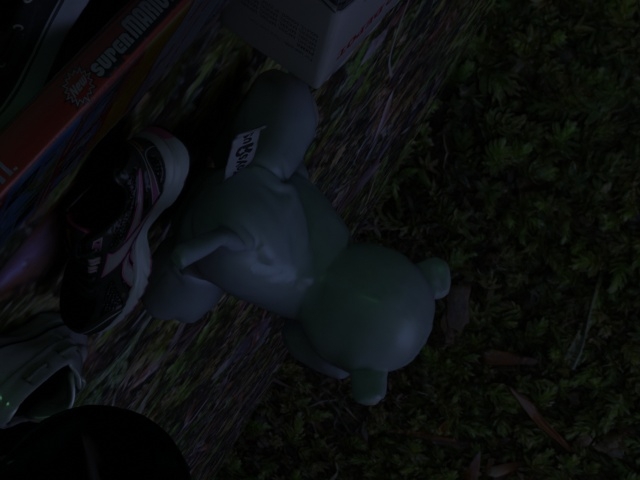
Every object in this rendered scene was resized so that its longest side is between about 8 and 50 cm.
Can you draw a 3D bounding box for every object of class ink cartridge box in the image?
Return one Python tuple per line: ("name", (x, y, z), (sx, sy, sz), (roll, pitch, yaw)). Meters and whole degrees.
("ink cartridge box", (0.024, -0.248, 0.749), (0.172, 0.100, 0.237), (-51, 170, -29))

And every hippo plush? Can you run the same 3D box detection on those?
("hippo plush", (0.000, 0.000, 0.943), (0.234, 0.237, 0.294), (-64, -170, -18))

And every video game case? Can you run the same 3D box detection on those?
("video game case", (-0.121, -0.089, 0.615), (0.285, 0.025, 0.204), (-52, -171, -23))

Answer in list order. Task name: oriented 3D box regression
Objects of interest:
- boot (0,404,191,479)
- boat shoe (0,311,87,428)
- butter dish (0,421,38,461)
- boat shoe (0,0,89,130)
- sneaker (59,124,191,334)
("boot", (-0.227, 0.273, 0.684), (0.445, 0.146, 0.367), (-60, -173, 20))
("boat shoe", (-0.226, 0.113, 0.846), (0.083, 0.076, 0.226), (-56, 172, 8))
("butter dish", (-0.240, 0.218, 0.862), (0.160, 0.118, 0.160), (-11, -162, 31))
("boat shoe", (-0.148, -0.108, 0.527), (0.040, 0.049, 0.142), (13, 136, -34))
("sneaker", (-0.167, -0.006, 0.802), (0.077, 0.072, 0.178), (-19, 137, -57))
